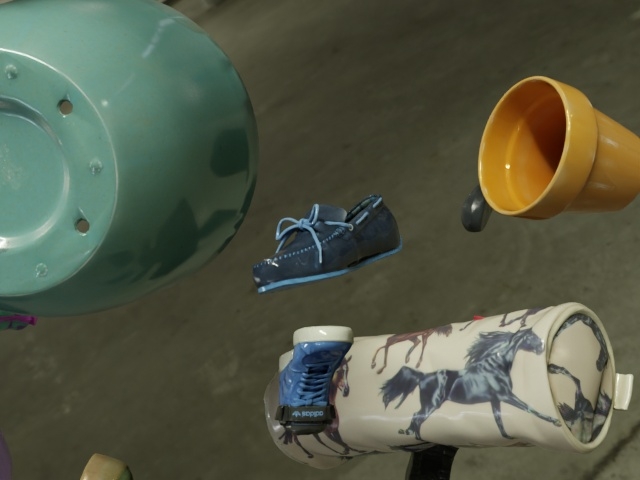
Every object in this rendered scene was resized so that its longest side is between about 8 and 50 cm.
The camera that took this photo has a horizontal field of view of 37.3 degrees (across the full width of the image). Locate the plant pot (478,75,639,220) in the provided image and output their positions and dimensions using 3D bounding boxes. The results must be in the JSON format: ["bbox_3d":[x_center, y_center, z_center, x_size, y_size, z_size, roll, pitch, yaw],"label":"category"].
[{"bbox_3d":[0.369,-0.120,1.402,0.205,0.188,0.205,-36,49,55],"label":"plant pot"}]

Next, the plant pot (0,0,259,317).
[{"bbox_3d":[-0.218,-0.067,0.790,0.293,0.293,0.235,-29,5,12],"label":"plant pot"}]

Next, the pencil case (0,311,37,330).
[{"bbox_3d":[-0.480,0.107,1.371,0.064,0.070,0.152,-70,-15,7],"label":"pencil case"}]

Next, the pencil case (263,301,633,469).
[{"bbox_3d":[0.140,0.179,1.114,0.410,0.184,0.159,-14,68,36],"label":"pencil case"}]

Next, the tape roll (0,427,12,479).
[{"bbox_3d":[-0.561,0.308,1.265,0.275,0.090,0.274,-4,35,2],"label":"tape roll"}]

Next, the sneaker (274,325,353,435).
[{"bbox_3d":[-0.005,0.132,0.862,0.152,0.058,0.084,129,142,-63],"label":"sneaker"}]

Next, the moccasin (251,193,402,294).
[{"bbox_3d":[0.000,0.000,1.486,0.138,0.116,0.342,-13,4,33],"label":"moccasin"}]

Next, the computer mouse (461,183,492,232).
[{"bbox_3d":[0.277,-0.095,1.567,0.041,0.071,0.242,13,39,20],"label":"computer mouse"}]

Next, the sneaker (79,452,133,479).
[{"bbox_3d":[-0.124,0.233,0.576,0.064,0.086,0.192,86,-162,-85],"label":"sneaker"}]

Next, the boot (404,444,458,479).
[{"bbox_3d":[0.153,0.275,1.312,0.137,0.077,0.197,87,-156,-83],"label":"boot"}]

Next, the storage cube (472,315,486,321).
[{"bbox_3d":[0.418,0.286,2.021,0.184,0.215,0.193,10,79,38],"label":"storage cube"}]
